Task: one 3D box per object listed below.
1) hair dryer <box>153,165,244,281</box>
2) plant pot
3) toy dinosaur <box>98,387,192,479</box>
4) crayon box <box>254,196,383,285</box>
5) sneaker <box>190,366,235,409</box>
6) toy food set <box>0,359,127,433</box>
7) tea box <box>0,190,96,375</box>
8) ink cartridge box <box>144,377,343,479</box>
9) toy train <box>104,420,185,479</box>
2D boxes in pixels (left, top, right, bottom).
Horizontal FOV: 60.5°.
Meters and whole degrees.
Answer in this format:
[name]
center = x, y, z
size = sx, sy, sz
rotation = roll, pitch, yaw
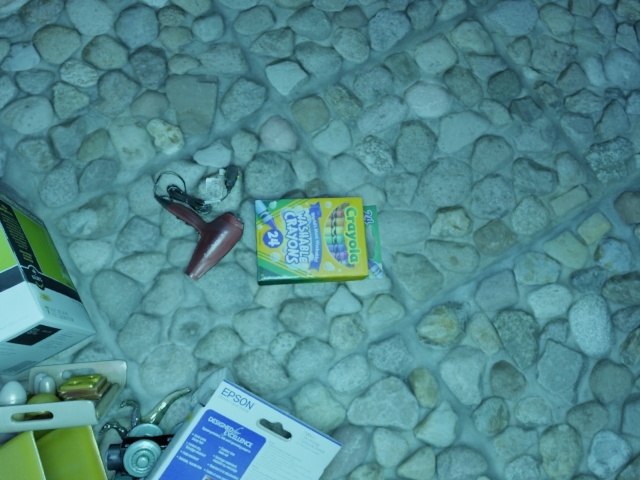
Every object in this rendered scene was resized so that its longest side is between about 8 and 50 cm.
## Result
[hair dryer]
center = -0.300, -0.040, 1.376
size = 0.223, 0.080, 0.294
rotation = -7, 71, 8
[plant pot]
center = -0.589, 0.504, 1.136
size = 0.187, 0.212, 0.212
rotation = -22, 79, 2
[toy dinosaur]
center = -0.419, 0.424, 1.240
size = 0.118, 0.064, 0.268
rotation = 37, 74, -11
[crayon box]
center = 0.000, 0.000, 1.378
size = 0.322, 0.083, 0.203
rotation = -2, 77, -7
[sneaker]
center = -0.248, 0.363, 1.210
size = 0.094, 0.212, 0.080
rotation = -19, 105, 5
[toy food set]
center = -0.543, 0.306, 1.138
size = 0.219, 0.306, 0.093
rotation = -3, 94, -8
[tea box]
center = -0.682, 0.092, 1.155
size = 0.219, 0.329, 0.324
rotation = -27, 79, -11
[ink cartridge box]
center = -0.161, 0.460, 1.107
size = 0.303, 0.072, 0.307
rotation = 36, 88, -19
[toy train]
center = -0.286, 0.496, 1.178
size = 0.333, 0.142, 0.190
rotation = 1, 92, -15
